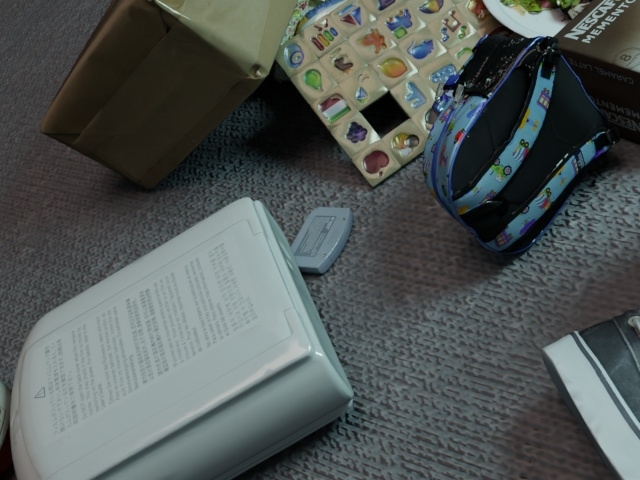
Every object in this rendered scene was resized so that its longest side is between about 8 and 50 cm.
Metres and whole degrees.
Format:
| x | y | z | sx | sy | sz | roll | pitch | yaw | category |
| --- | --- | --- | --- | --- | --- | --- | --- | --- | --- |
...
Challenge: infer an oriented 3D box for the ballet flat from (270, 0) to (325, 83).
| x | y | z | sx | sy | sz | roll | pitch | yaw | category |
| --- | --- | --- | --- | --- | --- | --- | --- | --- | --- |
| -0.022 | -0.288 | 1.309 | 0.077 | 0.091 | 0.241 | 6 | 49 | -3 | ballet flat |

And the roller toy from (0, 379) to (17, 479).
| x | y | z | sx | sy | sz | roll | pitch | yaw | category |
| --- | --- | --- | --- | --- | --- | --- | --- | --- | --- |
| -0.382 | 0.199 | 0.958 | 0.191 | 0.146 | 0.209 | 24 | 63 | 44 | roller toy |

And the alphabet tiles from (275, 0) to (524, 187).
| x | y | z | sx | sy | sz | roll | pitch | yaw | category |
| --- | --- | --- | --- | --- | --- | --- | --- | --- | --- |
| 0.096 | -0.200 | 1.095 | 0.237 | 0.009 | 0.198 | -35 | 74 | -5 | alphabet tiles |

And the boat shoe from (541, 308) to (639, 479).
| x | y | z | sx | sy | sz | roll | pitch | yaw | category |
| --- | --- | --- | --- | --- | --- | --- | --- | --- | --- |
| 0.250 | 0.152 | 0.649 | 0.102 | 0.108 | 0.301 | -29 | 32 | 5 | boat shoe |

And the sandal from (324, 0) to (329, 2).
| x | y | z | sx | sy | sz | roll | pitch | yaw | category |
| --- | --- | --- | --- | --- | --- | --- | --- | --- | --- |
| 0.113 | -0.335 | 1.280 | 0.240 | 0.088 | 0.079 | -28 | 8 | -6 | sandal |

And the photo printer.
| x | y | z | sx | sy | sz | roll | pitch | yaw | category |
| --- | --- | --- | --- | --- | --- | --- | --- | --- | --- |
| -0.145 | 0.123 | 0.917 | 0.307 | 0.107 | 0.256 | -31 | 40 | 3 | photo printer |

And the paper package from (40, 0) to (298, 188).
| x | y | z | sx | sy | sz | roll | pitch | yaw | category |
| --- | --- | --- | --- | --- | --- | --- | --- | --- | --- |
| -0.163 | -0.269 | 1.206 | 0.309 | 0.168 | 0.325 | -35 | 30 | 46 | paper package |

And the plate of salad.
| x | y | z | sx | sy | sz | roll | pitch | yaw | category |
| --- | --- | --- | --- | --- | --- | --- | --- | --- | --- |
| 0.275 | -0.281 | 1.083 | 0.200 | 0.048 | 0.200 | -1 | 49 | 1 | plate of salad |

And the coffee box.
| x | y | z | sx | sy | sz | roll | pitch | yaw | category |
| --- | --- | --- | --- | --- | --- | --- | --- | --- | --- |
| 0.357 | -0.211 | 0.956 | 0.246 | 0.098 | 0.141 | -42 | 40 | -13 | coffee box |

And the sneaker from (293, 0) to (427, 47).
| x | y | z | sx | sy | sz | roll | pitch | yaw | category |
| --- | --- | --- | --- | --- | --- | --- | --- | --- | --- |
| 0.121 | -0.254 | 1.170 | 0.296 | 0.112 | 0.131 | -31 | 59 | 1 | sneaker |

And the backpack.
| x | y | z | sx | sy | sz | roll | pitch | yaw | category |
| --- | --- | --- | --- | --- | --- | --- | --- | --- | --- |
| 0.166 | -0.082 | 0.911 | 0.173 | 0.158 | 0.117 | -54 | 35 | -9 | backpack |

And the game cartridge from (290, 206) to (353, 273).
| x | y | z | sx | sy | sz | roll | pitch | yaw | category |
| --- | --- | --- | --- | --- | --- | --- | --- | --- | --- |
| 0.000 | 0.000 | 1.029 | 0.056 | 0.017 | 0.083 | 1 | 49 | 38 | game cartridge |
